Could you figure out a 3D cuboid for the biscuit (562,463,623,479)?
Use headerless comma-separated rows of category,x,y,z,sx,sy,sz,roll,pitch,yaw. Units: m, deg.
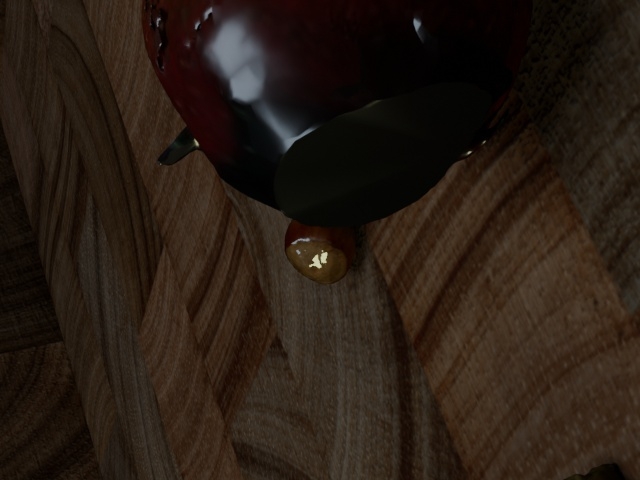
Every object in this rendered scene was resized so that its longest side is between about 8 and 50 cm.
biscuit,0.225,0.376,0.935,0.368,0.076,0.394,132,124,-62

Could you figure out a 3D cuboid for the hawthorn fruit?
hawthorn fruit,0.018,-0.158,0.929,0.316,0.316,0.316,169,90,-68

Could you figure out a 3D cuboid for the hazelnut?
hazelnut,0.000,0.000,1.305,0.086,0.086,0.086,169,90,-68
